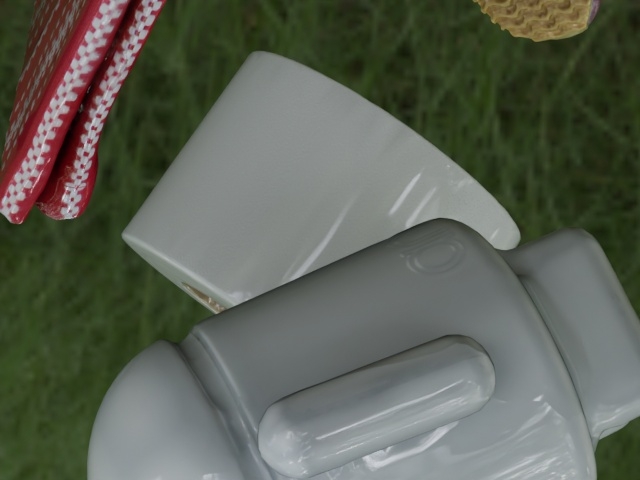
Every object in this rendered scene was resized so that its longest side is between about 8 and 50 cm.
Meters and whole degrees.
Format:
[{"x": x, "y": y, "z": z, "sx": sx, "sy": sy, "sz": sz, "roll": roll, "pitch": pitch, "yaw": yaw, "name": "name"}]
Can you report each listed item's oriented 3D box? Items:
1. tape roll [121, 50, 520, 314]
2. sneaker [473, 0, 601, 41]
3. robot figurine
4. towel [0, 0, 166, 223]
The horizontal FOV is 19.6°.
[{"x": 0.000, "y": 0.000, "z": 1.352, "sx": 0.246, "sy": 0.169, "sz": 0.246, "roll": 34, "pitch": 172, "yaw": 5, "name": "tape roll"}, {"x": 0.084, "y": -0.182, "z": 0.865, "sx": 0.069, "sy": 0.084, "sz": 0.185, "roll": -14, "pitch": 121, "yaw": 34, "name": "sneaker"}, {"x": 0.017, "y": 0.117, "z": 1.069, "sx": 0.353, "sy": 0.200, "sz": 0.300, "roll": -24, "pitch": 165, "yaw": -11, "name": "robot figurine"}, {"x": -0.041, "y": -0.156, "z": 0.580, "sx": 0.031, "sy": 0.275, "sz": 0.199, "roll": 20, "pitch": 129, "yaw": -16, "name": "towel"}]
